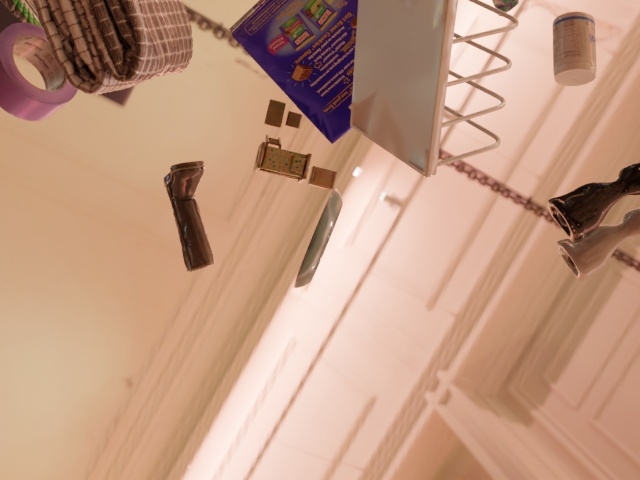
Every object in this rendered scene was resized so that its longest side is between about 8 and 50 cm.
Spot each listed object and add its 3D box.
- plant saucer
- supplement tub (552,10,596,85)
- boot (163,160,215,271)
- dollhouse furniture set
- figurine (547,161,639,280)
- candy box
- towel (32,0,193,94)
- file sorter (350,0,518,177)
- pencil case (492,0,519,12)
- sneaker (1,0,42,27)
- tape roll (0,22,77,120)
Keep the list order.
[{"bbox_3d":[0.000,0.000,2.700,0.317,0.044,0.317,23,90,-87],"label":"plant saucer"},{"bbox_3d":[0.422,-0.319,1.538,0.071,0.071,0.107,-21,-117,57],"label":"supplement tub"},{"bbox_3d":[-0.262,-0.047,1.892,0.190,0.076,0.208,146,-64,-69],"label":"boot"},{"bbox_3d":[-0.038,-0.211,2.015,0.101,0.182,0.160,173,-71,-81],"label":"dollhouse furniture set"},{"bbox_3d":[0.563,-0.043,1.781,0.210,0.215,0.092,-29,-133,-1],"label":"figurine"},{"bbox_3d":[0.014,-0.407,1.930,0.268,0.317,0.122,-40,-162,9],"label":"candy box"},{"bbox_3d":[-0.265,-0.334,1.157,0.121,0.283,0.235,-15,-168,12],"label":"towel"},{"bbox_3d":[0.174,-0.275,1.373,0.193,0.173,0.277,40,-41,42],"label":"file sorter"},{"bbox_3d":[0.456,-0.662,2.417,0.070,0.152,0.064,13,-114,50],"label":"pencil case"},{"bbox_3d":[-0.721,-0.658,2.197,0.146,0.343,0.134,-32,-146,-17],"label":"sneaker"},{"bbox_3d":[-0.601,-0.348,1.910,0.080,0.189,0.189,-28,-139,35],"label":"tape roll"}]
